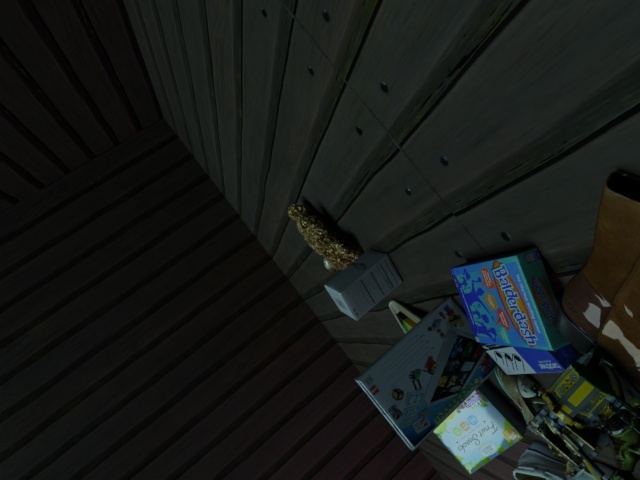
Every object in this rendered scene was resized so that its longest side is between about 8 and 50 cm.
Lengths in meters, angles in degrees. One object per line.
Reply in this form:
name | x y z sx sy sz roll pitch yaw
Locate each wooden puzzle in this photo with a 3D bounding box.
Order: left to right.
wooden puzzle | 0.310 0.300 1.316 0.221 0.044 0.238 58 167 -17

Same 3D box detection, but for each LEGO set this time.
LEGO set | 0.435 0.321 0.613 0.331 0.192 0.254 37 -158 21

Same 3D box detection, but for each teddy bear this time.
teddy bear | 0.000 0.000 1.453 0.338 0.113 0.245 46 165 24

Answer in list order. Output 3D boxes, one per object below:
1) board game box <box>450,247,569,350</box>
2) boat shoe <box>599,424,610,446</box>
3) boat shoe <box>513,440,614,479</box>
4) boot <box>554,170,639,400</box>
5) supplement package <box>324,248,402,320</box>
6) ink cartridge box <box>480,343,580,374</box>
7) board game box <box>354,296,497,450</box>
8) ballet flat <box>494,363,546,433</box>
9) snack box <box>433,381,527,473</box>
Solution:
board game box | 0.331 0.108 0.781 0.210 0.047 0.160 141 111 -74
boat shoe | 0.508 0.298 0.787 0.064 0.075 0.206 -12 117 25
boat shoe | 0.574 0.590 1.001 0.136 0.156 0.367 53 165 -2
boot | 0.432 0.079 0.507 0.264 0.096 0.281 49 158 41
supplement package | 0.123 0.123 1.236 0.105 0.179 0.105 58 163 -19
ink cartridge box | 0.409 0.216 0.874 0.097 0.046 0.207 49 163 10
board game box | 0.257 0.303 1.013 0.193 0.305 0.053 51 166 10
ballet flat | 0.474 0.354 0.981 0.067 0.073 0.206 -26 105 46
snack box | 0.428 0.512 1.201 0.174 0.070 0.207 48 122 20
